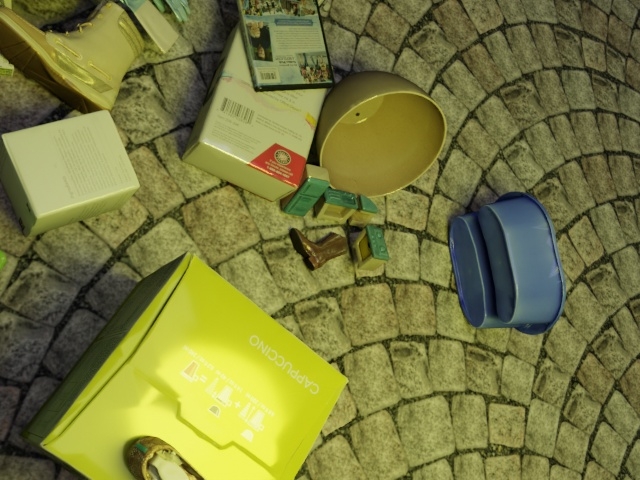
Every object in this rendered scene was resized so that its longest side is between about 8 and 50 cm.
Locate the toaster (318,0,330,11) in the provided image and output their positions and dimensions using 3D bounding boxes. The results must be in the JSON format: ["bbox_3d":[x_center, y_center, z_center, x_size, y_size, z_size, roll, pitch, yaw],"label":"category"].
[{"bbox_3d":[-0.081,-0.578,1.496,0.227,0.146,0.129,41,61,-14],"label":"toaster"}]

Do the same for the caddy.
[{"bbox_3d":[0.445,0.055,1.576,0.179,0.241,0.341,-5,81,-25],"label":"caddy"}]

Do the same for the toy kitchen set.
[{"bbox_3d":[0.043,-0.042,1.414,0.207,0.122,0.166,10,52,-28],"label":"toy kitchen set"}]

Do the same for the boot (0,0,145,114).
[{"bbox_3d":[-0.460,-0.379,1.244,0.262,0.095,0.203,39,60,-36],"label":"boot"}]

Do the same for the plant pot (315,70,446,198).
[{"bbox_3d":[0.108,-0.259,1.478,0.284,0.284,0.191,5,43,-28],"label":"plant pot"}]

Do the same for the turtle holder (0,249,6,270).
[{"bbox_3d":[-0.617,0.139,0.999,0.227,0.243,0.320,41,20,-31],"label":"turtle holder"}]

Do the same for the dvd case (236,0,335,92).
[{"bbox_3d":[-0.074,-0.429,1.374,0.180,0.022,0.253,-10,86,-29],"label":"dvd case"}]

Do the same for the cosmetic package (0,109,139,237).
[{"bbox_3d":[-0.444,-0.115,1.177,0.184,0.151,0.151,-22,89,-32],"label":"cosmetic package"}]

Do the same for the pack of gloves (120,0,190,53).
[{"bbox_3d":[-0.363,-0.502,1.339,0.232,0.046,0.195,50,37,-29],"label":"pack of gloves"}]

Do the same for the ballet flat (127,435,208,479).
[{"bbox_3d":[-0.168,0.337,0.878,0.206,0.067,0.073,44,64,-13],"label":"ballet flat"}]

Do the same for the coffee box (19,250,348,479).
[{"bbox_3d":[-0.226,0.272,1.094,0.337,0.334,0.338,41,62,-14],"label":"coffee box"}]

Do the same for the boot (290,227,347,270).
[{"bbox_3d":[0.000,0.000,1.463,0.114,0.037,0.106,-30,92,-34],"label":"boot"}]

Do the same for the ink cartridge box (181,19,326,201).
[{"bbox_3d":[-0.127,-0.267,1.403,0.226,0.131,0.306,24,66,-21],"label":"ink cartridge box"}]

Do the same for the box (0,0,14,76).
[{"bbox_3d":[-0.620,-0.406,1.219,0.114,0.036,0.207,0,78,-29],"label":"box"}]
